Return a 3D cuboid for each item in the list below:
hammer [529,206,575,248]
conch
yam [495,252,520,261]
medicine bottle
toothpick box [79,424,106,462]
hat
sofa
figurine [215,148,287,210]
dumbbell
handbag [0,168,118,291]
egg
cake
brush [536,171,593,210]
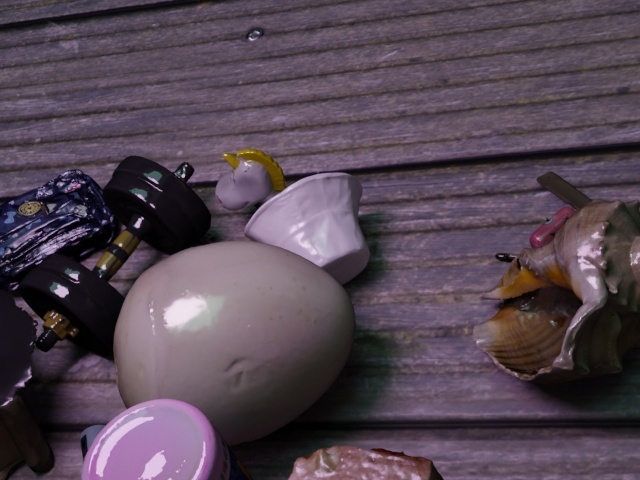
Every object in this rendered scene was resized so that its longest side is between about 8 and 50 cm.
[{"bbox_3d":[0.343,-0.015,1.841,0.083,0.043,0.043,-40,48,-10],"label":"hammer"},{"bbox_3d":[0.344,0.091,1.662,0.186,0.324,0.263,37,58,-7],"label":"conch"},{"bbox_3d":[0.306,0.028,1.839,0.107,0.014,0.014,6,55,28],"label":"yam"},{"bbox_3d":[-0.163,0.344,1.585,0.178,0.291,0.178,-12,49,14],"label":"medicine bottle"},{"bbox_3d":[-0.322,0.318,1.841,0.052,0.052,0.083,-26,45,1],"label":"toothpick box"},{"bbox_3d":[0.000,0.000,1.906,0.203,0.203,0.126,-30,65,-2],"label":"hat"},{"bbox_3d":[-0.487,0.221,1.911,0.182,0.200,0.258,-22,45,-11],"label":"sofa"},{"bbox_3d":[-0.097,-0.083,2.003,0.129,0.178,0.109,-25,34,42],"label":"figurine"},{"bbox_3d":[-0.323,0.023,2.003,0.185,0.185,0.388,20,63,35],"label":"dumbbell"},{"bbox_3d":[-0.474,-0.015,2.148,0.260,0.113,0.162,-28,53,-11],"label":"handbag"},{"bbox_3d":[-0.121,0.139,1.752,0.345,0.283,0.283,-15,46,-7],"label":"egg"},{"bbox_3d":[0.067,0.367,1.538,0.196,0.199,0.293,-2,50,25],"label":"cake"},{"bbox_3d":[0.388,-0.050,1.864,0.034,0.028,0.190,-25,38,-16],"label":"brush"}]
